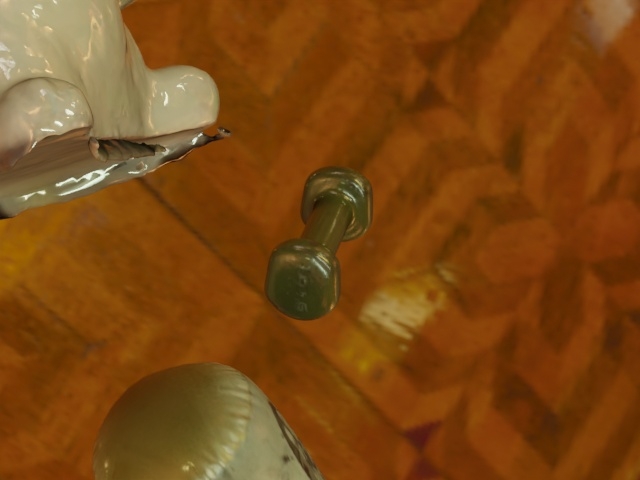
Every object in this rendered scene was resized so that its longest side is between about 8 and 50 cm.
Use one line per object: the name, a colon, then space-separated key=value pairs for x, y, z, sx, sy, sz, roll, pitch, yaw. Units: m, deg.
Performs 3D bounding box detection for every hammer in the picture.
hammer: x=-0.014 y=0.207 z=1.033 sx=0.113 sy=0.305 sz=0.202 roll=-34 pitch=128 yaw=1

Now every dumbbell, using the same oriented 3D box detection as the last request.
dumbbell: x=0.000 y=0.000 z=1.179 sx=0.118 sy=0.046 sz=0.052 roll=-65 pitch=163 yaw=-59

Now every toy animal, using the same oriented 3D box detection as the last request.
toy animal: x=-0.178 y=-0.129 z=0.922 sx=0.249 sy=0.174 sz=0.289 roll=39 pitch=33 yaw=-64
